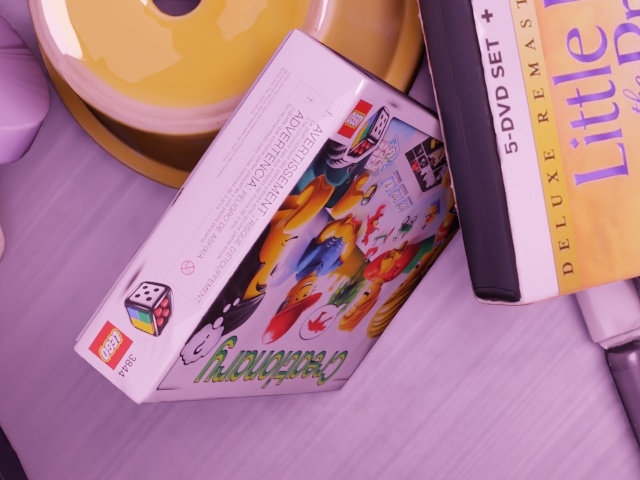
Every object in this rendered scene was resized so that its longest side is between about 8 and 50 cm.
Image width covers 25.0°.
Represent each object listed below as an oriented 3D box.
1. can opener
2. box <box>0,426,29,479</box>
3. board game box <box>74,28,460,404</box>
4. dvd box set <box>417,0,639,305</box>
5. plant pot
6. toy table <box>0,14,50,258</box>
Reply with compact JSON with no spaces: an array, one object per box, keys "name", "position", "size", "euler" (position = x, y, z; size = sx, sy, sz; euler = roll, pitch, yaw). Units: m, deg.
[{"name":"can opener","position":[0.221,0.084,0.918],"size":[0.076,0.095,0.283],"euler":[-21,94,8]},{"name":"box","position":[-0.396,0.200,0.878],"size":[0.343,0.312,0.179],"euler":[-27,93,8]},{"name":"board game box","position":[0.000,0.000,0.825],"size":[0.053,0.305,0.193],"euler":[38,99,18]},{"name":"dvd box set","position":[0.253,-0.156,0.816],"size":[0.421,0.062,0.307],"euler":[-12,94,-21]},{"name":"plant pot","position":[-0.063,-0.146,0.849],"size":[0.254,0.239,0.253],"euler":[1,96,6]},{"name":"toy table","position":[-0.285,-0.075,0.891],"size":[0.252,0.274,0.160],"euler":[19,111,-30]}]
